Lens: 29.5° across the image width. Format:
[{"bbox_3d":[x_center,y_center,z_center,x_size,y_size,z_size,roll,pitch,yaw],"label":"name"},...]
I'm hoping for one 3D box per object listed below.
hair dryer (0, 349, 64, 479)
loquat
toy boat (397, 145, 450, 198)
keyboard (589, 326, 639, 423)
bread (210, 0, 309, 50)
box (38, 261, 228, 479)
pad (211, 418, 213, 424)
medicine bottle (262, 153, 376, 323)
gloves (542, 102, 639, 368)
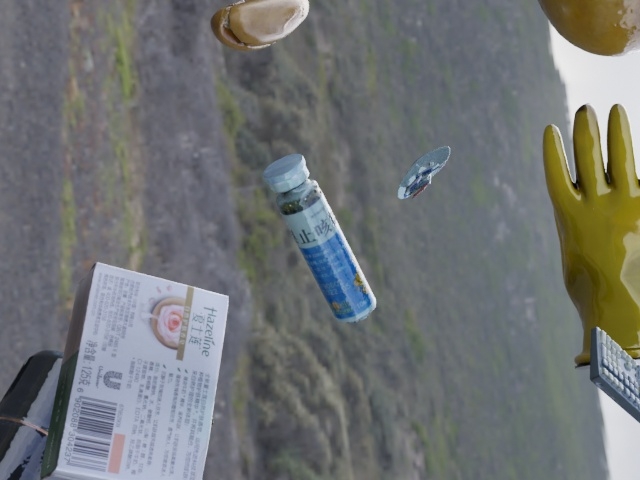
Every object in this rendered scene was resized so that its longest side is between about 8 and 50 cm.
[{"bbox_3d":[-0.322,0.301,1.487,0.352,0.107,0.189,85,22,-50],"label":"hair dryer"},{"bbox_3d":[0.468,-0.421,1.920,0.263,0.263,0.263,-9,90,-87],"label":"loquat"},{"bbox_3d":[0.150,-0.087,1.842,0.034,0.105,0.149,40,39,-13],"label":"toy boat"},{"bbox_3d":[0.288,0.142,1.055,0.176,0.014,0.055,40,39,-28],"label":"keyboard"},{"bbox_3d":[-0.085,-0.313,1.737,0.189,0.114,0.077,-38,123,-53],"label":"bread"},{"bbox_3d":[-0.170,0.134,1.120,0.081,0.135,0.199,147,-45,-61],"label":"box"},{"bbox_3d":[-0.196,0.165,1.414,0.176,0.002,0.266,51,-23,6],"label":"pad"},{"bbox_3d":[0.000,0.000,1.284,0.051,0.051,0.191,-94,158,-63],"label":"medicine bottle"},{"bbox_3d":[0.321,-0.011,1.331,0.116,0.133,0.294,23,60,-71],"label":"gloves"}]
